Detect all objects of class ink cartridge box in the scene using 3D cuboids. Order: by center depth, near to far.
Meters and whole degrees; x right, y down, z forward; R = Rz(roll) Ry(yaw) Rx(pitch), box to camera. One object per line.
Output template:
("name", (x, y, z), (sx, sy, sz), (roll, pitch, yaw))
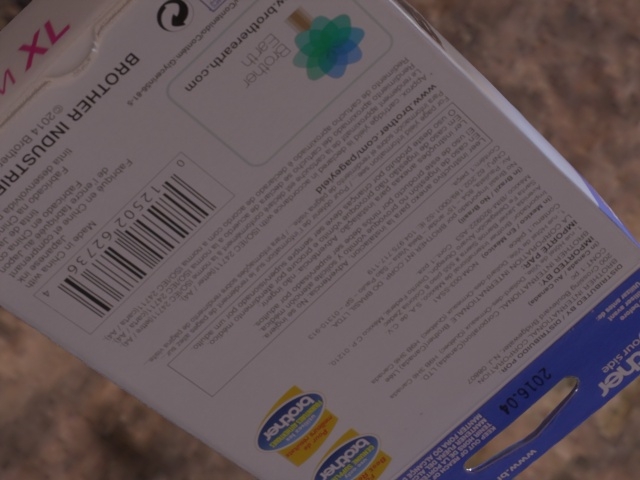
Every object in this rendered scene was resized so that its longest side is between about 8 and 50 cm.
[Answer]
("ink cartridge box", (0.000, 0.000, 0.744), (0.186, 0.065, 0.311), (-43, -55, 11))
